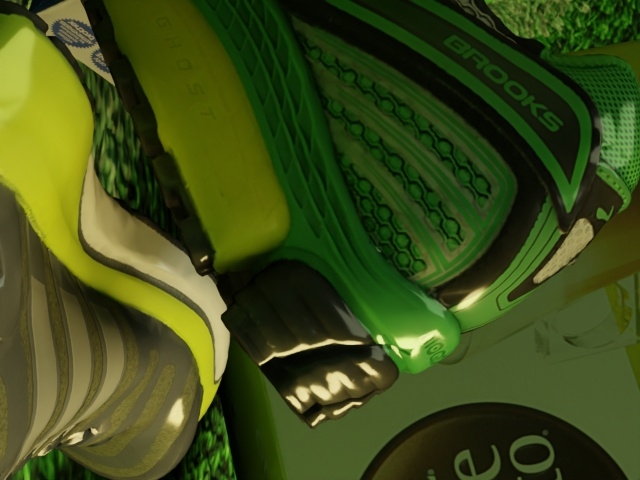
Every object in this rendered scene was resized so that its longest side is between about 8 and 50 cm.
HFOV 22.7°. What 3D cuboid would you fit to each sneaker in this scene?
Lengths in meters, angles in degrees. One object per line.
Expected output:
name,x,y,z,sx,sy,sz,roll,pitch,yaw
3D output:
sneaker,-0.014,-0.113,0.521,0.344,0.146,0.134,63,-2,24
sneaker,-0.111,0.032,0.488,0.300,0.111,0.121,63,43,-64

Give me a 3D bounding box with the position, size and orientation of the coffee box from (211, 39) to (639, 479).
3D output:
coffee box,0.127,0.130,0.882,0.338,0.334,0.338,94,-16,-61

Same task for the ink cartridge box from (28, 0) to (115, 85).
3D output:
ink cartridge box,-0.027,-0.084,0.701,0.207,0.046,0.097,36,53,-36
